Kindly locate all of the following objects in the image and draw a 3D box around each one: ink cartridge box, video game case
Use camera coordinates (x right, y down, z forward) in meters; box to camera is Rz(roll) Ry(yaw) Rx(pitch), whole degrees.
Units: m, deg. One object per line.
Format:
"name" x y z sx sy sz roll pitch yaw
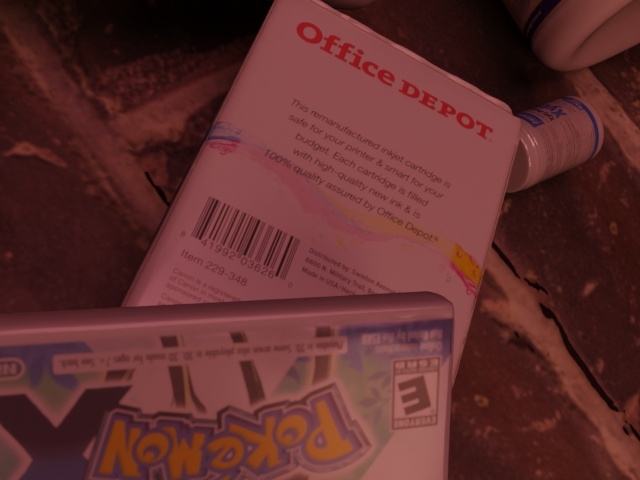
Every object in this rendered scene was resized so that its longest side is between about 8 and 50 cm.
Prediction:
"ink cartridge box" 0.000 0.000 0.596 0.226 0.131 0.306 28 60 -10
"video game case" -0.085 0.183 0.439 0.329 0.036 0.300 -2 100 -17

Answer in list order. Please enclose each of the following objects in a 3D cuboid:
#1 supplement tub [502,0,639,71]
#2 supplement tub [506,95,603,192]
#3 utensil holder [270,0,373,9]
"supplement tub" 0.251 -0.366 0.790 0.241 0.241 0.331 -22 79 -29
"supplement tub" 0.211 -0.093 0.758 0.107 0.071 0.071 -22 78 -30
"utensil holder" -0.128 -0.350 0.579 0.385 0.327 0.327 3 68 -23
